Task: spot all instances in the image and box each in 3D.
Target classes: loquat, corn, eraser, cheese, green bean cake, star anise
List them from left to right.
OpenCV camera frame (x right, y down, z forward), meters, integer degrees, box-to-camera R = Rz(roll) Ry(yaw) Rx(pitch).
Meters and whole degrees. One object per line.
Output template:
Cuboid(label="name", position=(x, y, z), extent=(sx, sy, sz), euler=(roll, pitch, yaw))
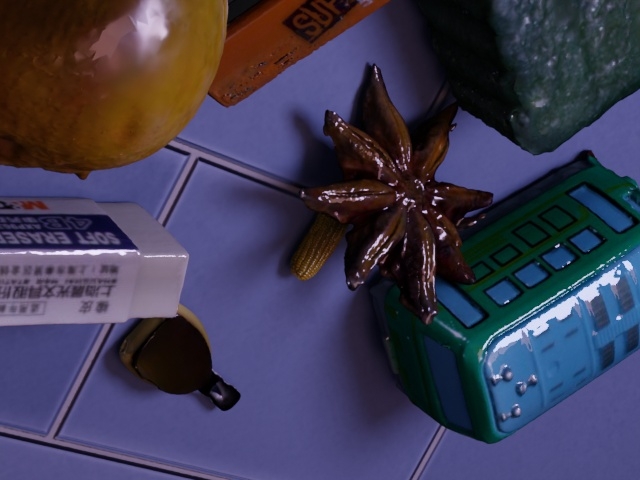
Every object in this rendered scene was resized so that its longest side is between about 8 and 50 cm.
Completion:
Cuboid(label="eraser", position=(-0.271, 0.017, 1.573), extent=(0.279, 0.124, 0.081), euler=(0, 115, -34))
Cuboid(label="loquat", position=(-0.211, -0.194, 1.423), extent=(0.276, 0.276, 0.284), euler=(3, 88, -35))
Cuboid(label="cheese", position=(-0.135, 0.131, 1.786), extent=(0.086, 0.036, 0.162), euler=(-49, 131, -5))
Cuboid(label="corn", position=(0.000, 0.000, 1.806), extent=(0.037, 0.037, 0.092), euler=(29, 99, -41))
Cuboid(label="star anise", position=(0.068, -0.043, 1.778), extent=(0.272, 0.102, 0.272), euler=(12, 71, -38))
Cuboid(label="green bean cake", position=(0.248, -0.286, 1.733), extent=(0.308, 0.169, 0.300), euler=(-34, 131, -15))

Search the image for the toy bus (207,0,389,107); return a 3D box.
Cuboid(label="toy bus", position=(0.043, -0.268, 1.556), extent=(0.409, 0.092, 0.093), euler=(-33, 134, 19))

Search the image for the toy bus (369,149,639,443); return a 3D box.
Cuboid(label="toy bus", position=(0.244, 0.066, 1.904), extent=(0.343, 0.199, 0.183), euler=(-32, 127, -18))
